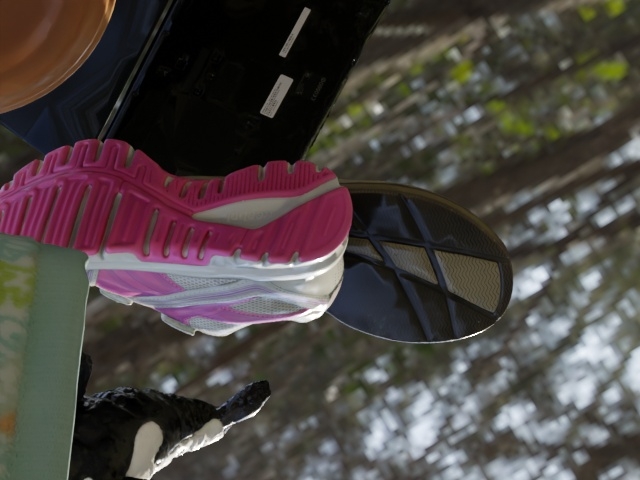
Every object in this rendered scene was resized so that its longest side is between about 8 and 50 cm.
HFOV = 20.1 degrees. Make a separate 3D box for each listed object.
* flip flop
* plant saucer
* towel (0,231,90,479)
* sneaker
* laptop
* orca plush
[{"bbox_3d":[0.000,0.000,1.250,0.080,0.277,0.112,-46,-42,-61],"label":"flip flop"},{"bbox_3d":[-0.218,-0.160,1.075,0.200,0.200,0.037,45,-169,-29],"label":"plant saucer"},{"bbox_3d":[-0.276,0.116,0.792,0.320,0.090,0.374,15,-134,-13],"label":"towel"},{"bbox_3d":[-0.097,0.011,1.164,0.111,0.252,0.103,76,-151,-49],"label":"sneaker"},{"bbox_3d":[-0.124,-0.160,1.432,0.264,0.234,0.136,20,-164,-32],"label":"laptop"},{"bbox_3d":[-0.148,0.127,1.286,0.287,0.151,0.102,-13,-75,-41],"label":"orca plush"}]
